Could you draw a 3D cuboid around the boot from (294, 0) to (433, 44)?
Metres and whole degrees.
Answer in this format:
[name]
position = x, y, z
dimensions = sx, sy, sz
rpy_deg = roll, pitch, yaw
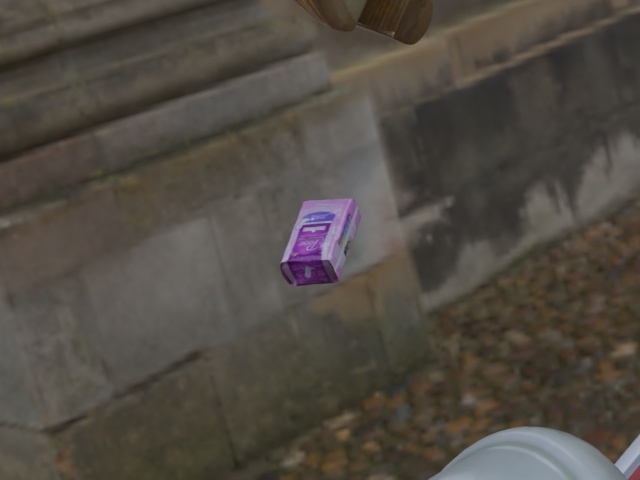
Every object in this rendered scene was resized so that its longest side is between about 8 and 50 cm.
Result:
[boot]
position = -0.035, -0.259, 1.343
dimensions = 0.211, 0.104, 0.295
rpy_deg = 26, 1, 23

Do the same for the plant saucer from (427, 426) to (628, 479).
[plant saucer]
position = 0.040, 0.282, 0.745
dimensions = 0.100, 0.400, 0.400
rpy_deg = 14, 5, -17

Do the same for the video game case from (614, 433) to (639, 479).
[video game case]
position = 0.291, 0.269, 1.037
dimensions = 0.204, 0.285, 0.025
rpy_deg = -45, 3, -19

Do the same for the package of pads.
[package of pads]
position = 0.000, 0.000, 1.292
dimensions = 0.050, 0.032, 0.083
rpy_deg = -6, 42, 26
